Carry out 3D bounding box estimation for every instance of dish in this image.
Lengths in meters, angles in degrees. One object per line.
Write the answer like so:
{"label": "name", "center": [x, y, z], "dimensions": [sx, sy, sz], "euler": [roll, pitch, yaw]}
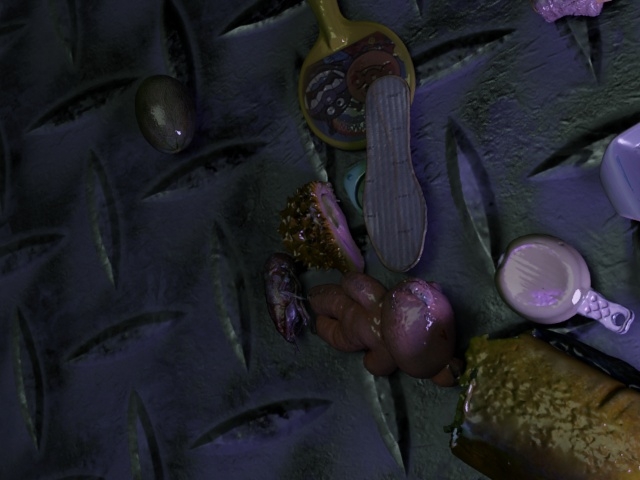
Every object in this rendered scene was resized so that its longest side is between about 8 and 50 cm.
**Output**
{"label": "dish", "center": [0.538, -0.119, 1.740], "dimensions": [0.234, 0.064, 0.154], "euler": [-29, 68, 21]}

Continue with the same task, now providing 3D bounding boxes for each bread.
{"label": "bread", "center": [0.367, 0.283, 1.689], "dimensions": [0.377, 0.208, 0.251], "euler": [29, 100, 27]}

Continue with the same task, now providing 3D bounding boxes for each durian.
{"label": "durian", "center": [0.001, -0.007, 2.004], "dimensions": [0.140, 0.078, 0.224], "euler": [-40, 64, 5]}

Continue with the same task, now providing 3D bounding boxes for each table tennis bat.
{"label": "table tennis bat", "center": [0.041, -0.335, 2.071], "dimensions": [0.224, 0.054, 0.368], "euler": [-25, 73, 22]}

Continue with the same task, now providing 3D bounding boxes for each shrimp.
{"label": "shrimp", "center": [-0.057, 0.112, 2.031], "dimensions": [0.073, 0.075, 0.190], "euler": [-13, 65, 3]}

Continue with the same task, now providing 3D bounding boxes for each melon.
{"label": "melon", "center": [-0.295, -0.245, 2.207], "dimensions": [0.114, 0.114, 0.167], "euler": [-27, 68, 22]}

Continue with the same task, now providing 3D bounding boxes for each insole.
{"label": "insole", "center": [0.121, -0.115, 1.959], "dimensions": [0.119, 0.009, 0.348], "euler": [-9, 76, 26]}

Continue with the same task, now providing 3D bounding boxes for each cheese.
{"label": "cheese", "center": [0.378, 0.077, 1.793], "dimensions": [0.227, 0.064, 0.137], "euler": [29, 99, 32]}

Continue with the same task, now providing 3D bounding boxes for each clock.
{"label": "clock", "center": [0.102, -0.078, 1.991], "dimensions": [0.101, 0.041, 0.135], "euler": [-28, 69, 20]}

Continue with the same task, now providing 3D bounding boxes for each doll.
{"label": "doll", "center": [0.112, 0.122, 1.913], "dimensions": [0.303, 0.156, 0.201], "euler": [11, 128, 48]}

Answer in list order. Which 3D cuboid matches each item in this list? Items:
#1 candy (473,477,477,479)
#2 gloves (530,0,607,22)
{"label": "candy", "center": [0.236, 0.463, 1.807], "dimensions": [0.046, 0.053, 0.182], "euler": [5, 85, 23]}
{"label": "gloves", "center": [0.404, -0.412, 1.862], "dimensions": [0.144, 0.094, 0.110], "euler": [-43, 52, 25]}
